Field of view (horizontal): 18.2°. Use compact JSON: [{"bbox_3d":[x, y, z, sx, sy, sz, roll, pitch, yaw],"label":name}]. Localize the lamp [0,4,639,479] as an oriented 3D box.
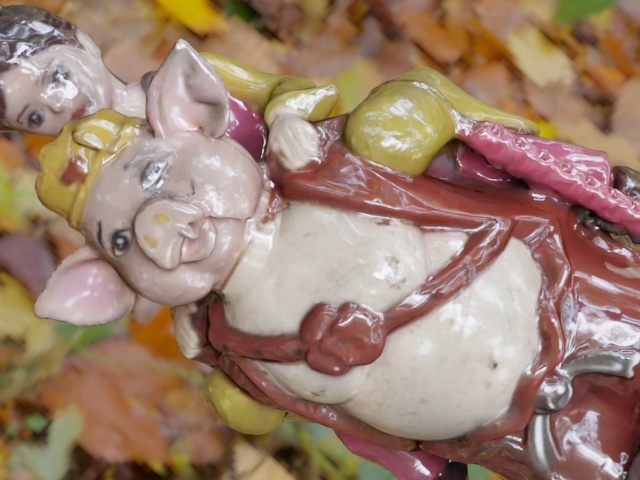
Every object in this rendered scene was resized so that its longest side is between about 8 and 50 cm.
[{"bbox_3d":[0.000,0.000,0.560,0.253,0.118,0.118,27,28,-14],"label":"lamp"}]
